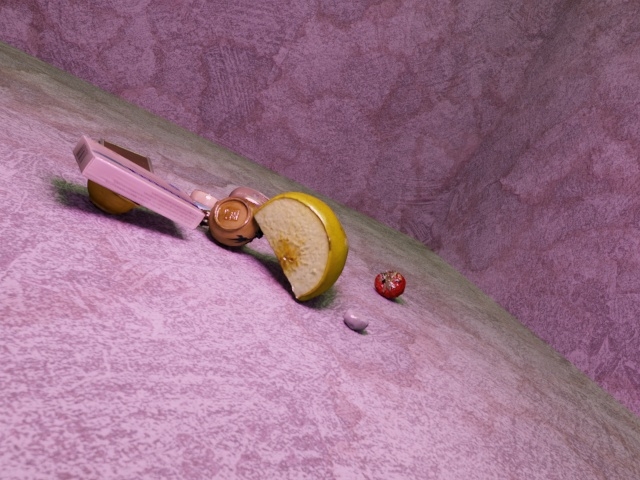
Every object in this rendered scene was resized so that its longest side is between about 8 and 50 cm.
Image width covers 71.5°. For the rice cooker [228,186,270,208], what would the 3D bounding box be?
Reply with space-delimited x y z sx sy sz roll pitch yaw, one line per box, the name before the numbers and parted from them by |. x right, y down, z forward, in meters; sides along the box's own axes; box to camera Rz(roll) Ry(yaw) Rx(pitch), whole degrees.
rice cooker | -0.284 -0.131 1.821 0.207 0.145 0.127 30 24 -9

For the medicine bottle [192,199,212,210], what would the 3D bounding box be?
medicine bottle | -0.456 -0.118 1.607 0.191 0.051 0.051 25 13 -10

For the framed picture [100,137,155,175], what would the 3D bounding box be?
framed picture | -0.800 -0.342 1.834 0.217 0.016 0.273 22 14 -31

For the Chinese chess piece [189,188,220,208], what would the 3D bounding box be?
Chinese chess piece | -0.434 -0.146 1.682 0.122 0.051 0.122 24 -9 4

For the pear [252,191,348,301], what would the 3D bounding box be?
pear | -0.017 0.006 1.469 0.342 0.239 0.318 61 17 14

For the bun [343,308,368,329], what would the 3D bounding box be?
bun | 0.108 0.248 1.371 0.083 0.045 0.083 30 12 -7

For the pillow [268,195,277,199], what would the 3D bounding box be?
pillow | -0.149 -0.117 2.061 0.284 0.138 0.310 30 15 11

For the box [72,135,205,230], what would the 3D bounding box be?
box | -0.514 -0.160 1.273 0.343 0.065 0.200 32 5 -43

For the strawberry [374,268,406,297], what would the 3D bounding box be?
strawberry | 0.291 0.193 1.873 0.131 0.148 0.131 -2 44 2

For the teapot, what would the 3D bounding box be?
teapot | -0.297 -0.052 1.500 0.270 0.172 0.182 6 -24 2

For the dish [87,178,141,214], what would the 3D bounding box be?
dish | -0.592 -0.125 1.260 0.208 0.080 0.149 39 6 26
